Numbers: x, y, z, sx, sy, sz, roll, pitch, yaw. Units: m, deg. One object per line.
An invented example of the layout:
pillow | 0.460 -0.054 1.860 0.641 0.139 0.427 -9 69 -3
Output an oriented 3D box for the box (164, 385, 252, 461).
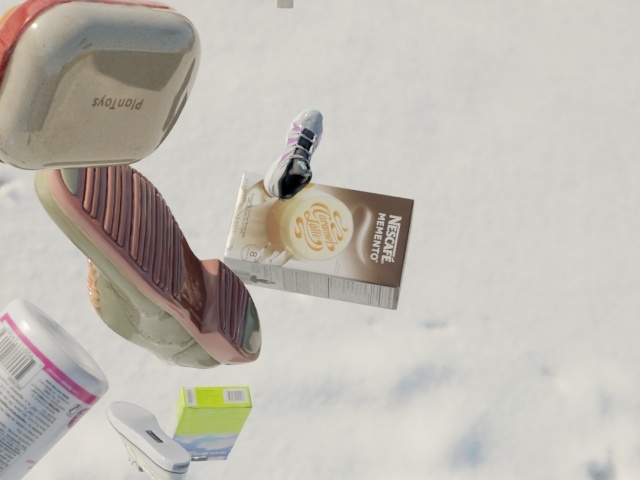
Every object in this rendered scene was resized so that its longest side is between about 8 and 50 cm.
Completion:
box | -0.178 0.285 2.178 0.109 0.178 0.042 1 55 -18

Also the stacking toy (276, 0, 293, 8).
stacking toy | 0.012 -0.464 1.762 0.130 0.309 0.280 1 56 -2

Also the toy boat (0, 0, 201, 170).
toy boat | -0.213 -0.150 1.186 0.151 0.151 0.231 37 23 26

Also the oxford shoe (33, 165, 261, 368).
oxford shoe | -0.219 0.041 1.597 0.397 0.146 0.140 52 29 -42

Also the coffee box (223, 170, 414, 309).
coffee box | 0.000 0.000 1.975 0.246 0.098 0.141 9 67 4

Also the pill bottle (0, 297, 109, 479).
pill bottle | -0.405 0.220 1.686 0.160 0.283 0.160 45 -2 2

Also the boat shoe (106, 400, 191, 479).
boat shoe | -0.131 0.155 1.047 0.035 0.035 0.100 2 22 -43

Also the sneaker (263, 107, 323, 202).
sneaker | -0.018 -0.081 1.399 0.038 0.098 0.069 22 9 -21
